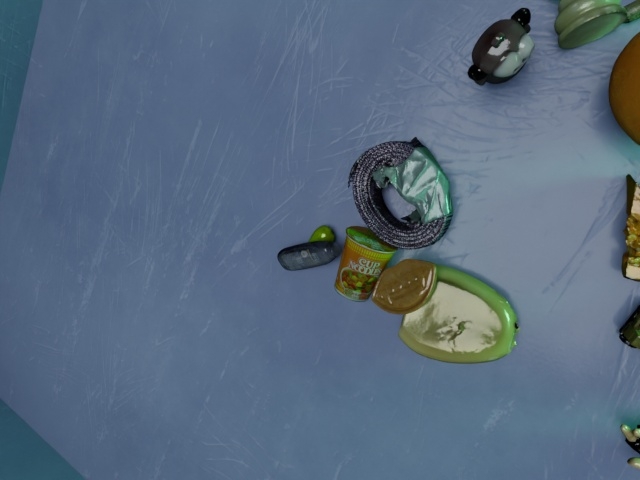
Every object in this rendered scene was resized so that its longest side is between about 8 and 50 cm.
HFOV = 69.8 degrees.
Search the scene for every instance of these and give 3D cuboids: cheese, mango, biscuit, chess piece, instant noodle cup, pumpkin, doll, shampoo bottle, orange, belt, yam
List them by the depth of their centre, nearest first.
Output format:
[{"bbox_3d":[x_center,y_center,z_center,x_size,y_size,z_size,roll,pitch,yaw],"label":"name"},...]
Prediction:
[{"bbox_3d":[0.775,-0.330,0.947,0.311,0.312,0.313,2,96,24],"label":"orange"},{"bbox_3d":[0.777,-0.031,1.065,0.125,0.130,0.248,2,100,33],"label":"pumpkin"},{"bbox_3d":[0.752,-0.547,1.074,0.094,0.043,0.043,-26,84,22],"label":"yam"},{"bbox_3d":[0.608,-0.610,1.092,0.144,0.144,0.252,-17,81,25],"label":"chess piece"},{"bbox_3d":[0.436,-0.448,1.107,0.117,0.257,0.182,40,109,8],"label":"doll"},{"bbox_3d":[0.380,0.219,1.265,0.315,0.128,0.260,17,100,20],"label":"cheese"},{"bbox_3d":[0.233,0.130,1.271,0.220,0.028,0.142,-30,69,32],"label":"biscuit"},{"bbox_3d":[0.234,-0.128,1.304,0.260,0.122,0.325,-37,79,28],"label":"belt"},{"bbox_3d":[0.121,0.074,1.363,0.168,0.168,0.185,27,113,20],"label":"instant noodle cup"},{"bbox_3d":[-0.037,0.047,1.439,0.233,0.049,0.087,-14,120,42],"label":"shampoo bottle"},{"bbox_3d":[0.000,0.000,1.457,0.108,0.056,0.073,-39,83,35],"label":"mango"}]

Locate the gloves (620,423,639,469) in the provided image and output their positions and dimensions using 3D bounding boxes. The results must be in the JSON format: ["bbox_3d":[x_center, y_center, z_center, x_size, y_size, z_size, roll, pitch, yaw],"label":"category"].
[{"bbox_3d":[0.820,0.493,1.091,0.203,0.124,0.164,34,89,19],"label":"gloves"}]

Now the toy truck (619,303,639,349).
[{"bbox_3d":[0.844,0.255,1.051,0.257,0.127,0.127,31,115,15],"label":"toy truck"}]
